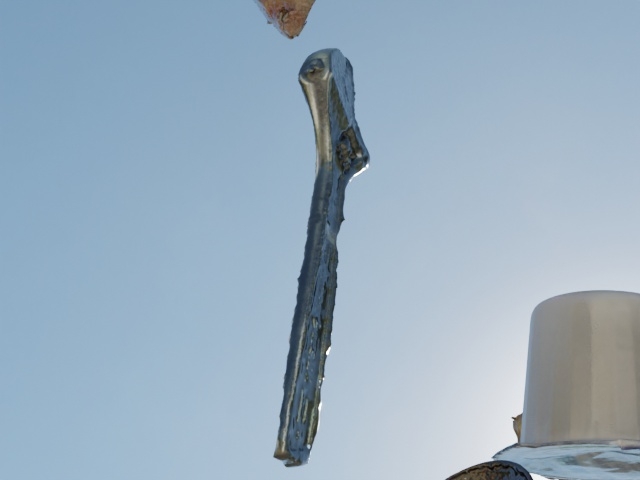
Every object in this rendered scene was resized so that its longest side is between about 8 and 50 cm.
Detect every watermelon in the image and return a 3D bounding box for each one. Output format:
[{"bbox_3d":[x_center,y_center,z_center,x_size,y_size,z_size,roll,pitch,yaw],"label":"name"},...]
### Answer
[{"bbox_3d":[-0.050,-0.250,1.382,0.101,0.155,0.080,17,-81,-8],"label":"watermelon"}]

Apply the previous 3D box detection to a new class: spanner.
[{"bbox_3d":[0.000,0.000,0.905,0.026,0.325,0.093,-9,-39,21],"label":"spanner"}]

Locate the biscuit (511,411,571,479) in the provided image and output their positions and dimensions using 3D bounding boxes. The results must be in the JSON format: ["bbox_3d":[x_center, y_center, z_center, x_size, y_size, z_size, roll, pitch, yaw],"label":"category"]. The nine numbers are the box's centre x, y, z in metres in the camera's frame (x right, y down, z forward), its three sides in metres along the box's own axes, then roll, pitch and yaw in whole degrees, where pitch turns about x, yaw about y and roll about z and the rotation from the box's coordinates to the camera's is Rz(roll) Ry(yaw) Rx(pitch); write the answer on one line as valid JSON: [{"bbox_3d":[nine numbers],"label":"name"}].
[{"bbox_3d":[0.340,0.271,1.894,0.061,0.118,0.183,-2,-14,-35],"label":"biscuit"}]

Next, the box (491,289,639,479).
[{"bbox_3d":[0.366,0.175,1.696,0.291,0.206,0.262,-12,-23,35],"label":"box"}]

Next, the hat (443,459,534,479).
[{"bbox_3d":[0.159,0.320,1.413,0.193,0.193,0.082,-31,-70,29],"label":"hat"}]
